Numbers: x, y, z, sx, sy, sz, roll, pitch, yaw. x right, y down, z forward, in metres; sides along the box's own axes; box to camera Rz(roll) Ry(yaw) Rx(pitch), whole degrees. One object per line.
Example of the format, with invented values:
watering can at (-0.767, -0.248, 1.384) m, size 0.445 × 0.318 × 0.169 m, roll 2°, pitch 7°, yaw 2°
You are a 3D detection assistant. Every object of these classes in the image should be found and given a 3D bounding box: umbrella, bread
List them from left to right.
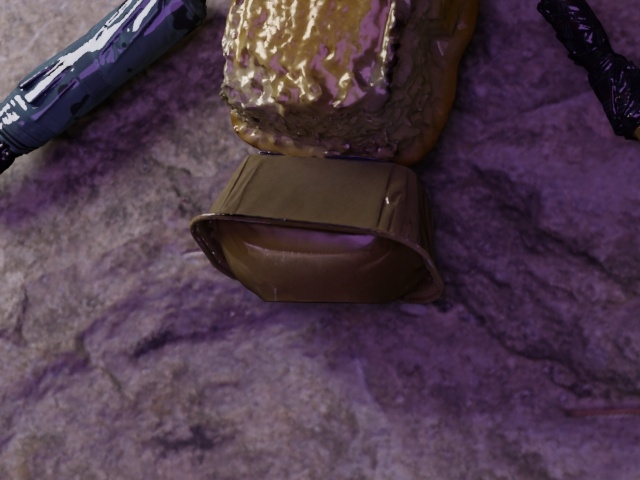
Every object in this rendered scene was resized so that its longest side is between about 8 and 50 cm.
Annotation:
umbrella at (-0.194, -0.120, 1.235) m, size 0.250 × 0.052 × 0.053 m, roll -35°, pitch 100°, yaw 10°
bread at (0.022, -0.172, 1.131) m, size 0.174 × 0.121 × 0.246 m, roll 9°, pitch 84°, yaw 30°
umbrella at (0.195, -0.117, 1.098) m, size 0.037 × 0.040 × 0.144 m, roll -36°, pitch 65°, yaw 18°

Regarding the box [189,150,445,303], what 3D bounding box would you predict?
box at (0.000, 0.000, 1.114) m, size 0.177 × 0.111 × 0.111 m, roll 4°, pitch 80°, yaw 22°
